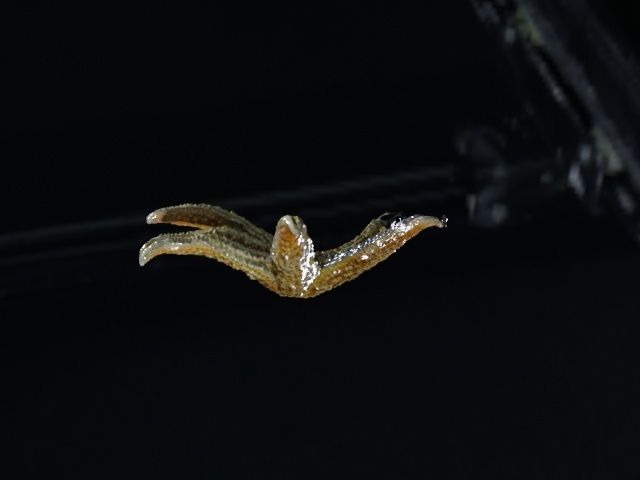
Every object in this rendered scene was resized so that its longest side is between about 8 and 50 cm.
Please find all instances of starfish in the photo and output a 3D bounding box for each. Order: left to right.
[{"bbox_3d":[0.001,0.006,0.847,0.133,0.041,0.130,4,-177,37],"label":"starfish"}]
